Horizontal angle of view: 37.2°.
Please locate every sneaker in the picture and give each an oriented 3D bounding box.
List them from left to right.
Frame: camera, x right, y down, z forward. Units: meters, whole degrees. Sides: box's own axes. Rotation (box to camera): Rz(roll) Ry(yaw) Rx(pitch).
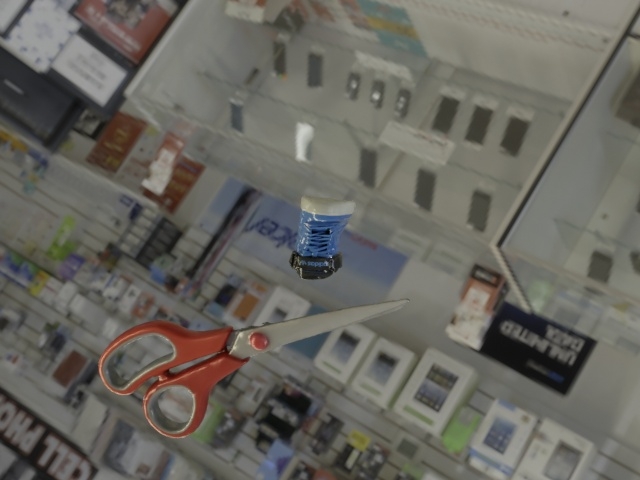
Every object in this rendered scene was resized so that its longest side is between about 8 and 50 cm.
[{"bbox_3d":[0.001,0.000,0.981,0.058,0.084,0.152,6,178,-5],"label":"sneaker"}]

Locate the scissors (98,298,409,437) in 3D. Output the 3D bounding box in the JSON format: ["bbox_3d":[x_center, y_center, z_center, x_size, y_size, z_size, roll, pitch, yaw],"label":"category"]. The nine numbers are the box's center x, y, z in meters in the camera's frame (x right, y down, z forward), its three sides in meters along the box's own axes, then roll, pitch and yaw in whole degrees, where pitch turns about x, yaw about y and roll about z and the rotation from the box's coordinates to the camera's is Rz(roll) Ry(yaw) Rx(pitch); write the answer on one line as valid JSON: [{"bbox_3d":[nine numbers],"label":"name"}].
[{"bbox_3d":[-0.070,0.078,0.782,0.297,0.021,0.109,-33,97,32],"label":"scissors"}]
